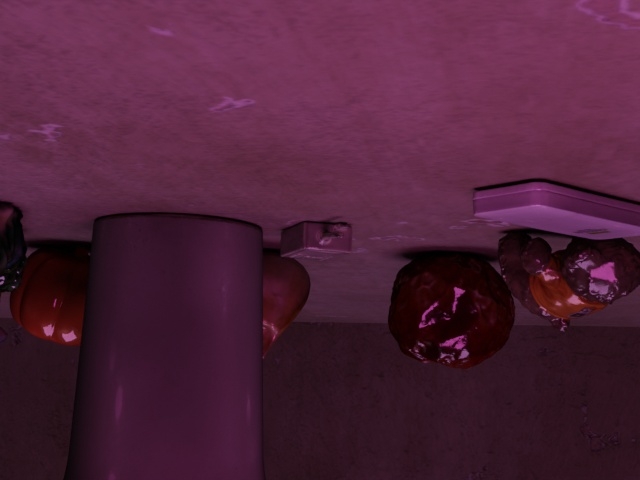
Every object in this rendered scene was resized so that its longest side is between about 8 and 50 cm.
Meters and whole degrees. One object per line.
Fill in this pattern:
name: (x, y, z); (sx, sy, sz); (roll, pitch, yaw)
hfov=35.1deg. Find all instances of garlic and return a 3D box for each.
garlic: (-0.129, 0.117, 1.738); (0.151, 0.196, 0.338); (21, 164, -13)

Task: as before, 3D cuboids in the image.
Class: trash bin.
trash bin: (-0.211, 0.193, 1.431); (0.280, 0.432, 0.280); (2, 173, 0)

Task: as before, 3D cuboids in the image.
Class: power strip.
power strip: (0.000, 0.000, 1.417); (0.075, 0.042, 0.175); (6, 171, -19)

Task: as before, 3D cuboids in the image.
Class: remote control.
remote control: (0.289, -0.031, 1.171); (0.250, 0.034, 0.103); (9, 169, -39)

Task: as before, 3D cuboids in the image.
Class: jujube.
jujube: (0.220, 0.117, 1.696); (0.212, 0.213, 0.232); (1, 177, 5)

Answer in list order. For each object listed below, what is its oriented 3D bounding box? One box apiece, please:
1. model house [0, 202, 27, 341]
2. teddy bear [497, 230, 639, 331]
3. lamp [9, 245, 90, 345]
model house: (-0.607, 0.154, 1.378); (0.394, 0.400, 0.445); (8, 169, -24)
teddy bear: (0.353, 0.044, 1.380); (0.177, 0.140, 0.190); (8, 162, -21)
lamp: (-0.424, 0.086, 1.708); (0.187, 0.164, 0.187); (19, -171, -3)
